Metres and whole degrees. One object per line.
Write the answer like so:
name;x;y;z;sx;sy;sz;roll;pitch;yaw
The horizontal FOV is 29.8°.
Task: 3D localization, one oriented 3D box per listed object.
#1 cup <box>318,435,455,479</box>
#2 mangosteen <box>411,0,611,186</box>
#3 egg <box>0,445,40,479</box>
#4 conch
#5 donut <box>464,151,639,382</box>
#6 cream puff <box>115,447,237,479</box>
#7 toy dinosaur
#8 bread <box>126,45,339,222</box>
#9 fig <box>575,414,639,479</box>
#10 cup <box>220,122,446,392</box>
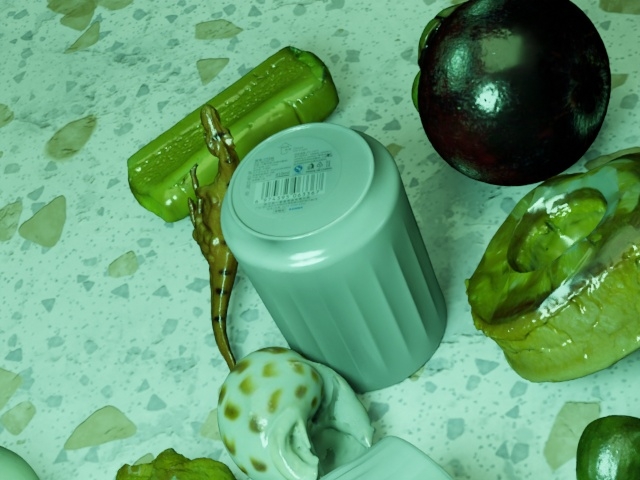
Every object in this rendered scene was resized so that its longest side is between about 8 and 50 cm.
cup;0.013;0.413;1.349;0.371;0.253;0.253;-42;50;-15
mangosteen;0.261;-0.220;1.735;0.300;0.300;0.300;-11;50;14
egg;-0.480;0.419;1.524;0.283;0.283;0.345;12;55;29
conch;-0.049;0.231;1.587;0.149;0.182;0.275;-54;37;38
donut;0.334;0.020;1.536;0.330;0.160;0.330;-38;19;16
cream puff;-0.201;0.386;1.520;0.244;0.196;0.244;-6;79;31
toy dinosaur;-0.138;0.013;1.780;0.097;0.432;0.208;-7;8;-8
bread;-0.136;-0.167;1.964;0.383;0.112;0.166;-37;47;-8
fig;0.351;0.295;1.418;0.117;0.117;0.177;8;79;27
cup;0.000;0.000;1.633;0.237;0.327;0.323;-38;48;-10
